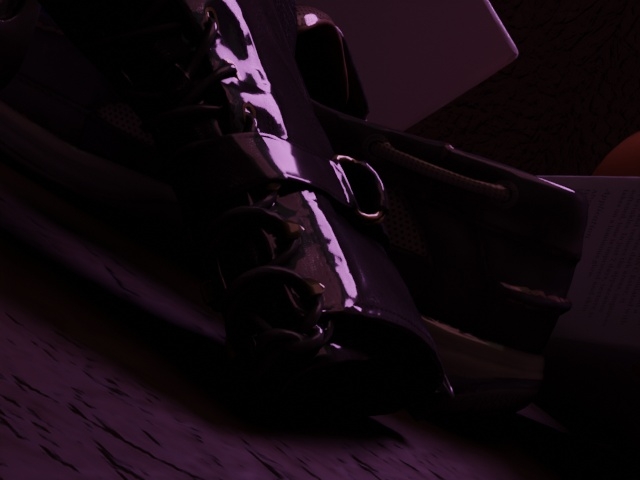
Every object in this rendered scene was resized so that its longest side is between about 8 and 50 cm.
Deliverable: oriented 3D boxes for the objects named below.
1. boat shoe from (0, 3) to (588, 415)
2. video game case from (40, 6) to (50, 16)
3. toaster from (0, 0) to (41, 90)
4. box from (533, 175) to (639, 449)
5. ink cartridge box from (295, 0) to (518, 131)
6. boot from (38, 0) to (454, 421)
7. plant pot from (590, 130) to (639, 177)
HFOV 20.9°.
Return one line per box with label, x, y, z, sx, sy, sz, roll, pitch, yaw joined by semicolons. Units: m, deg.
boat shoe;-0.032;-0.053;0.807;0.355;0.130;0.132;31;5;16
video game case;-0.279;-0.194;1.212;0.269;0.061;0.244;27;5;-22
toaster;-0.183;-0.154;0.651;0.110;0.185;0.168;13;-6;34
box;0.165;0.039;0.825;0.130;0.091;0.170;38;-21;-35
ink cartridge box;-0.021;-0.155;1.128;0.198;0.197;0.270;58;2;-8
boot;-0.043;-0.053;0.593;0.263;0.091;0.229;29;34;-56
plant pot;0.282;0.028;1.042;0.291;0.291;0.203;25;-11;-35
